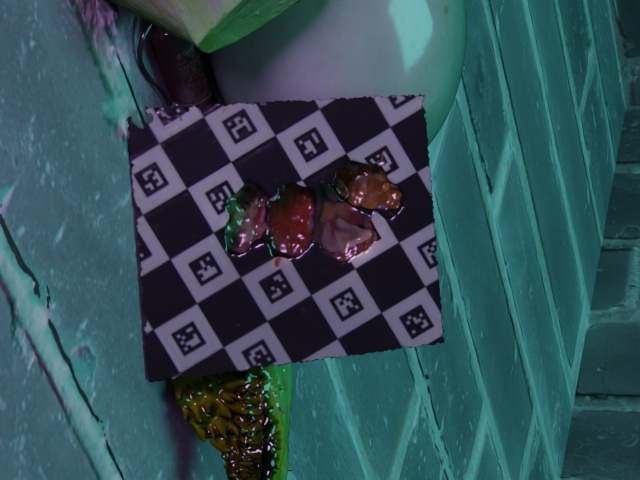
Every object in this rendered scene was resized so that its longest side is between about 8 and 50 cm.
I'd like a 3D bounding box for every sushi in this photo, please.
[{"bbox_3d":[-0.035,-0.010,1.689,0.050,0.290,0.264,-111,-164,-83],"label":"sushi"}]

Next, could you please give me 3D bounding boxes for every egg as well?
[{"bbox_3d":[0.009,-0.245,1.784,0.276,0.276,0.389,-8,90,-70],"label":"egg"}]

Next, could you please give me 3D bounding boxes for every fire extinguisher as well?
[{"bbox_3d":[-0.142,-0.172,1.712,0.078,0.045,0.157,-49,140,-31],"label":"fire extinguisher"}]

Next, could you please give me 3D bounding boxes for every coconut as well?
[{"bbox_3d":[-0.107,-0.281,1.571,0.236,0.204,0.236,26,59,-54],"label":"coconut"}]

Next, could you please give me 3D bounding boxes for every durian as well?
[{"bbox_3d":[-0.085,0.133,1.751,0.132,0.106,0.375,32,58,-70],"label":"durian"}]
